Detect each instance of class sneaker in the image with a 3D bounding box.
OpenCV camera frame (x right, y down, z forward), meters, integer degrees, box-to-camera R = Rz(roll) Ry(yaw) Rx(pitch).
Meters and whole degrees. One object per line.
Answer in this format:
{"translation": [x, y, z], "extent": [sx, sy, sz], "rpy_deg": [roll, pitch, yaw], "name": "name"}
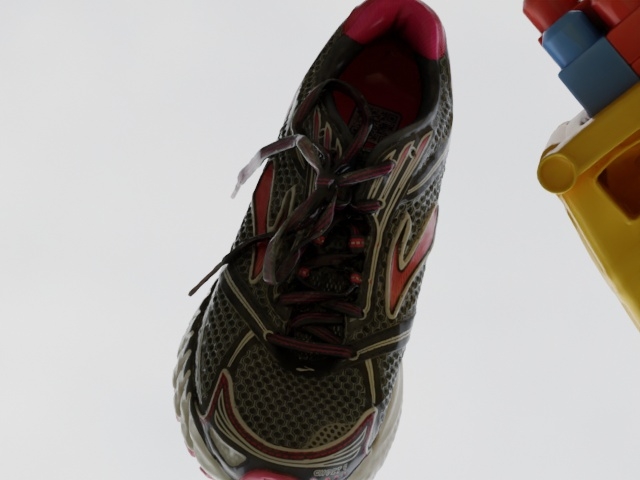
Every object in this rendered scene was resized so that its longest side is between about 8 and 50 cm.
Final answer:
{"translation": [0.000, 0.000, 0.969], "extent": [0.121, 0.112, 0.299], "rpy_deg": [13, -125, -1], "name": "sneaker"}

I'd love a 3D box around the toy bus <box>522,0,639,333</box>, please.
{"translation": [0.203, -0.066, 0.880], "extent": [0.220, 0.149, 0.211], "rpy_deg": [-36, -89, 16], "name": "toy bus"}
